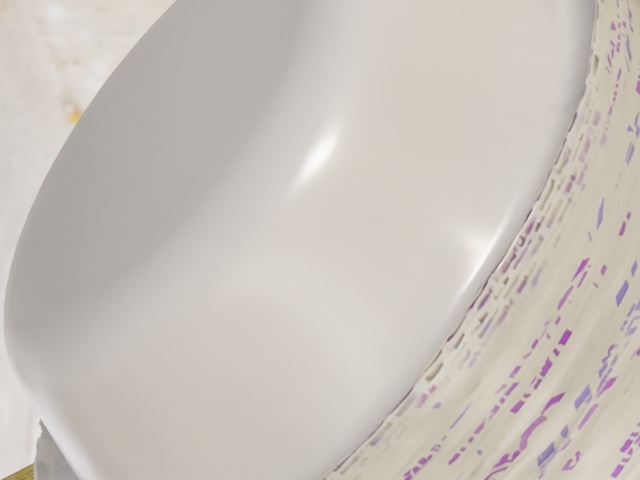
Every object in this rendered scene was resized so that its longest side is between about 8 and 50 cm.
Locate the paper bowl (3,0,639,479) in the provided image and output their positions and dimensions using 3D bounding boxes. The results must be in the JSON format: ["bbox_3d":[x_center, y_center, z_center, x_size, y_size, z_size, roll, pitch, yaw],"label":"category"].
[{"bbox_3d":[0.000,0.000,0.673,0.148,0.284,0.284,36,39,-25],"label":"paper bowl"}]

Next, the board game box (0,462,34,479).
[{"bbox_3d":[-0.121,0.194,1.112,0.042,0.243,0.165,50,16,-56],"label":"board game box"}]
